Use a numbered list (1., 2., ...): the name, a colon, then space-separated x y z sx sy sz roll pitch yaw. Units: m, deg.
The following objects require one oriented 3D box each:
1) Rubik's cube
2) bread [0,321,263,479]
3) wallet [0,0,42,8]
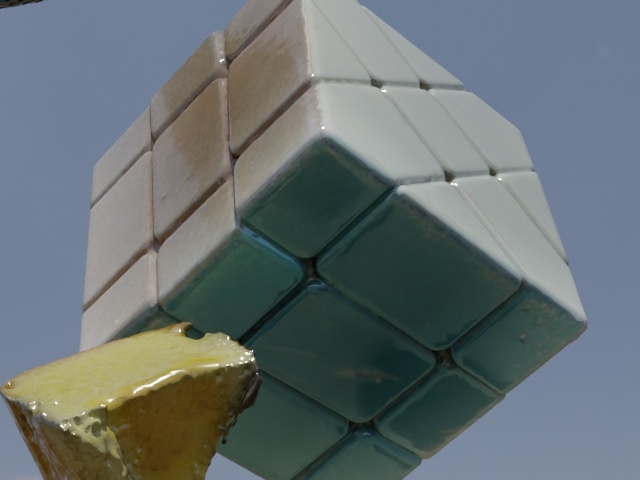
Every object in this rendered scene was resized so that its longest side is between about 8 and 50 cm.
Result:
1. Rubik's cube: 0.000 0.000 1.289 0.322 0.319 0.316 35 -63 -28
2. bread: -0.119 0.144 1.045 0.160 0.169 0.140 -36 28 -27
3. wallet: -0.413 -0.333 1.448 0.342 0.237 0.075 -20 -14 -45
